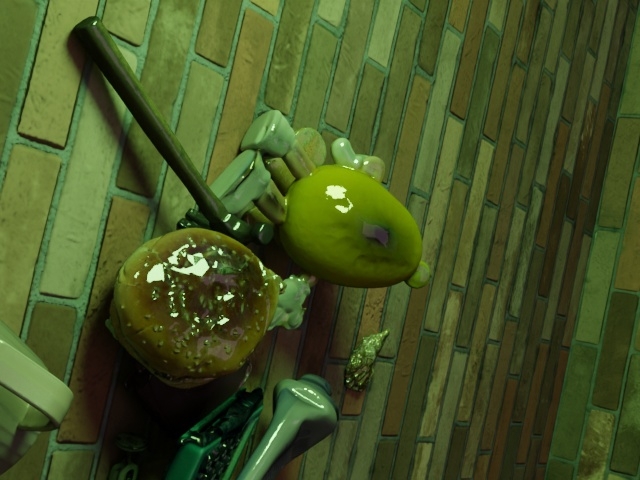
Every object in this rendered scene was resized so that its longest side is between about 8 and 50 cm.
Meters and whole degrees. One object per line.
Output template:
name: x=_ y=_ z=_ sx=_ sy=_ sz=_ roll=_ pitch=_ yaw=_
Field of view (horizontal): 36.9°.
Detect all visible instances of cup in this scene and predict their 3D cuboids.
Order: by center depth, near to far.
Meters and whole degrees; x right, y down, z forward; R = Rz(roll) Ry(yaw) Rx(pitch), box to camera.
cup: x=-0.441 y=0.139 z=1.123 sx=0.273 sy=0.288 sz=0.208 roll=62 pitch=13 yaw=-47

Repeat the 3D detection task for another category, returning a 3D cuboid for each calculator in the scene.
calculator: x=-0.194 y=0.384 z=1.608 sx=0.248 sy=0.058 sz=0.274 roll=-66 pitch=166 yaw=15

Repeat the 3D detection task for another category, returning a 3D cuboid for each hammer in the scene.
hammer: x=-0.234 y=-0.154 z=1.477 sx=0.044 sy=0.168 sz=0.440 roll=-56 pitch=131 yaw=-33

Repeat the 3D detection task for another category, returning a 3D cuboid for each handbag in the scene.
handbag: x=-0.226 y=0.220 z=1.627 sx=0.203 sy=0.074 sz=0.216 roll=-58 pitch=138 yaw=-29

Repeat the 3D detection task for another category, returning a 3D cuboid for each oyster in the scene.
oyster: x=0.100 y=0.274 z=2.146 sx=0.146 sy=0.045 sz=0.121 roll=-40 pitch=143 yaw=-43

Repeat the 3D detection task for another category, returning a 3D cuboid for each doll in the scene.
doll: x=-0.010 y=-0.035 z=1.724 sx=0.348 sy=0.161 sz=0.423 roll=-29 pitch=107 yaw=-16

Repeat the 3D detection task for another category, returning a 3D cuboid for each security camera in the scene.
security camera: x=-0.313 y=0.365 z=1.560 sx=0.058 sy=0.058 sz=0.092 roll=-9 pitch=113 yaw=-54

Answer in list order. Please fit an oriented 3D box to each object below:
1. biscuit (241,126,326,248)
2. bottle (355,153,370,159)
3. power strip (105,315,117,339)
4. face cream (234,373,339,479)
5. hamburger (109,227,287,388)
biscuit: x=-0.055 y=-0.102 z=1.794 sx=0.153 sy=0.030 sz=0.234 roll=28 pitch=75 yaw=-34
bottle: x=0.071 y=-0.065 z=1.896 sx=0.072 sy=0.072 sz=0.201 roll=26 pitch=73 yaw=-55
power strip: x=-0.309 y=0.136 z=1.529 sx=0.083 sy=0.035 sz=0.055 roll=36 pitch=67 yaw=-38
face cream: x=-0.099 y=0.419 z=1.724 sx=0.420 sy=0.137 sz=0.235 roll=-56 pitch=167 yaw=-33
hamburger: x=-0.193 y=0.103 z=1.506 sx=0.286 sy=0.146 sz=0.243 roll=-1 pitch=72 yaw=-35
